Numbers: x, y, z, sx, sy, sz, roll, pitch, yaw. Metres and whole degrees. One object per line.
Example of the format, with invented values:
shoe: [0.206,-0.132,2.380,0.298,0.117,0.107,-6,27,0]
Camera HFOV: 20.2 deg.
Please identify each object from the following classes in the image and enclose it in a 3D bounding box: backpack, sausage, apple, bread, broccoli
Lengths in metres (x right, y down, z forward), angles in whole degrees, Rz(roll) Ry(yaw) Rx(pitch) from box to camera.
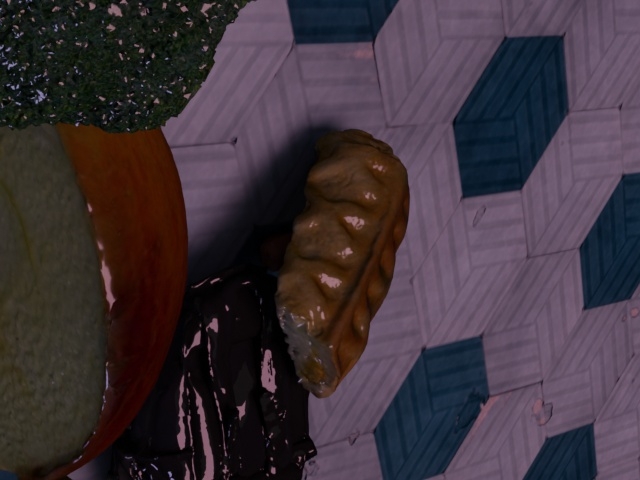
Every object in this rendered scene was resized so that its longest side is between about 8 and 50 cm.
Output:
backpack: [-0.087,0.139,1.519,0.206,0.133,0.258,-22,121,-47]
sausage: [0.000,-0.001,1.606,0.147,0.035,0.030,-16,101,-48]
apple: [-0.183,0.022,1.289,0.254,0.179,0.346,-75,172,-63]
bread: [0.022,0.010,1.521,0.128,0.088,0.232,60,36,-45]
broccoli: [-0.163,-0.217,1.079,0.275,0.308,0.307,-75,165,-53]

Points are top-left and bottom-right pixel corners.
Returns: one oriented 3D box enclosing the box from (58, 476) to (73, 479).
box: [-0.255,0.293,1.475,0.121,0.030,0.193,-25,130,-42]
